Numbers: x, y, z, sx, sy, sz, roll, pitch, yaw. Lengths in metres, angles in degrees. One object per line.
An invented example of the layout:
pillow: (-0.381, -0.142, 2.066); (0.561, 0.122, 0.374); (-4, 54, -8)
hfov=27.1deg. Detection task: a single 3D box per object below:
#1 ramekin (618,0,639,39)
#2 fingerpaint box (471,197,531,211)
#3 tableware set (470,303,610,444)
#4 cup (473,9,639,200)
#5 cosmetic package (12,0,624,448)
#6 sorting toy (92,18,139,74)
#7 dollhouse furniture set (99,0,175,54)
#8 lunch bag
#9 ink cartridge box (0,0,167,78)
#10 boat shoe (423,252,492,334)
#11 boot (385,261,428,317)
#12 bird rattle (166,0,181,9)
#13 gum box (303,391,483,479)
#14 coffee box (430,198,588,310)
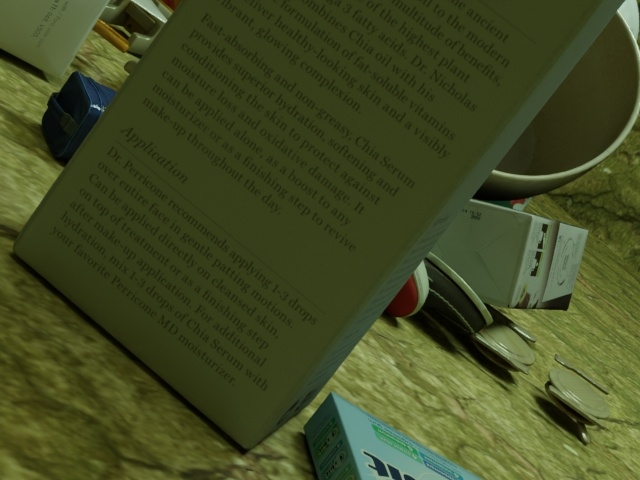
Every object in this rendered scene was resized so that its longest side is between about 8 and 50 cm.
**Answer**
ramekin: (0.310, -0.299, 1.932); (0.277, 0.277, 0.135); (37, 45, -1)
fingerpaint box: (0.167, -0.210, 2.225); (0.371, 0.163, 0.445); (34, 6, -7)
tableware set: (0.252, 0.159, 1.566); (0.194, 0.039, 0.128); (36, 20, 4)
cup: (0.236, -0.182, 1.786); (0.331, 0.331, 0.237); (39, -22, 9)
cosmetic package: (0.017, -0.105, 0.936); (0.230, 0.453, 0.161); (40, 13, 8)
sorting toy: (-0.148, -0.141, 1.544); (0.348, 0.047, 0.196); (39, 6, -2)
dollhouse furniture set: (-0.262, -0.419, 1.866); (0.374, 0.201, 0.152); (44, 15, 32)
lunch bag: (-0.213, -0.109, 1.205); (0.065, 0.067, 0.098); (28, 14, -35)
ink cartridge box: (-0.349, -0.293, 1.374); (0.353, 0.119, 0.207); (27, 15, -36)
boat shoe: (0.094, 0.037, 1.521); (0.228, 0.068, 0.081); (41, -14, 15)
boot: (0.000, 0.000, 1.404); (0.244, 0.088, 0.176); (55, 41, 2)
bird rattle: (-0.187, -0.364, 1.907); (0.143, 0.253, 0.207); (44, 46, -46)
gum box: (0.073, 0.200, 0.940); (0.157, 0.041, 0.184); (32, 13, -21)
coffee box: (0.218, 0.014, 1.692); (0.168, 0.119, 0.297); (15, 3, 24)
